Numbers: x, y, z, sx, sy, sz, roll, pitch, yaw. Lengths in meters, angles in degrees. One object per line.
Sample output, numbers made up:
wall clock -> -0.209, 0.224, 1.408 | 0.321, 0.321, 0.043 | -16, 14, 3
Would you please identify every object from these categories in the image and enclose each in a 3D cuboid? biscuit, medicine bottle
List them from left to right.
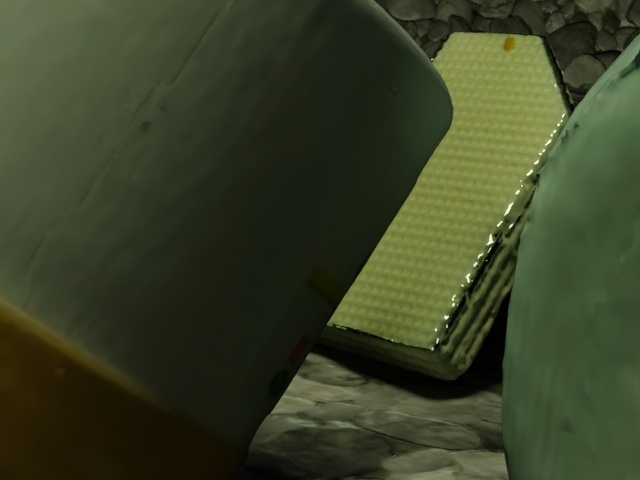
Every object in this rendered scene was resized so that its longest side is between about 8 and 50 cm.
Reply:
medicine bottle -> -0.099, -0.021, 0.665 | 0.238, 0.232, 0.238 | 33, -6, 4
biscuit -> 0.087, -0.031, 1.041 | 0.150, 0.252, 0.052 | 10, -30, 44

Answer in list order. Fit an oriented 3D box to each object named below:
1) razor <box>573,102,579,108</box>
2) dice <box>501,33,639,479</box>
razor -> 0.166, -0.030, 1.192 | 0.204, 0.113, 0.349 | 43, -10, -33
dice -> 0.249, 0.053, 0.620 | 0.262, 0.268, 0.264 | -2, 14, -40
